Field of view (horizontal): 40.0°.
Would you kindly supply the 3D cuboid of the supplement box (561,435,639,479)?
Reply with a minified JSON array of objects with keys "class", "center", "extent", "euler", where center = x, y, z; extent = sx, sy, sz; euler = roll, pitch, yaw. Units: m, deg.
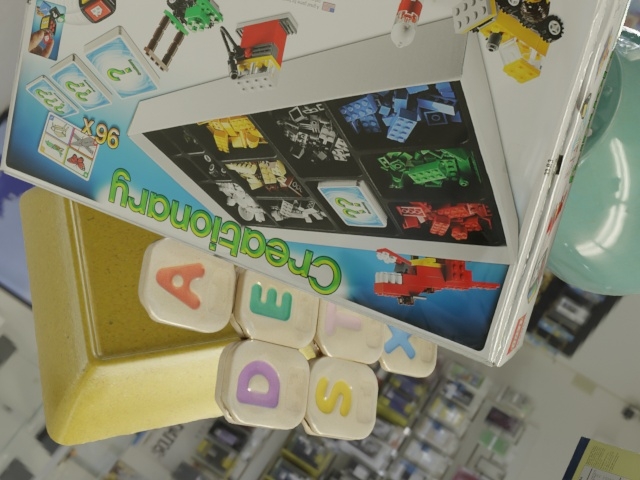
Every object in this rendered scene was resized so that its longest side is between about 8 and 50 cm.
[{"class":"supplement box","center":[0.216,0.183,0.588],"extent":[0.083,0.083,0.056],"euler":[7,-120,54]}]

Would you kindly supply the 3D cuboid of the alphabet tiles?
[{"class":"alphabet tiles","center":[0.000,0.000,0.657],"extent":[0.021,0.278,0.284],"euler":[-12,-114,49]}]

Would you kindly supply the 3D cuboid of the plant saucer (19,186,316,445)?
[{"class":"plant saucer","center":[-0.164,0.039,1.015],"extent":[0.332,0.333,0.081],"euler":[-8,151,-17]}]

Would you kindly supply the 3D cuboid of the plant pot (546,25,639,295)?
[{"class":"plant pot","center":[0.303,-0.110,0.994],"extent":[0.235,0.293,0.293],"euler":[26,95,-44]}]

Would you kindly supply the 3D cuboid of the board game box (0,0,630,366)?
[{"class":"board game box","center":[-0.021,-0.084,0.439],"extent":[0.053,0.305,0.193],"euler":[-14,121,-63]}]
